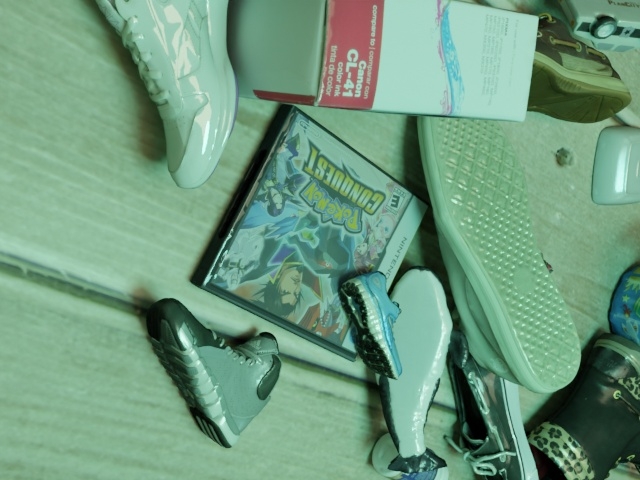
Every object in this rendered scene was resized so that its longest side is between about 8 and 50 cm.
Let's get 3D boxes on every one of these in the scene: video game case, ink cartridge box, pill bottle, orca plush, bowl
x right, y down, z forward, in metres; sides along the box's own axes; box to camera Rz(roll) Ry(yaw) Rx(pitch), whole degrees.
[{"bbox_3d":[0.000,0.000,1.017,0.275,0.035,0.248,31,82,-37],"label":"video game case"},{"bbox_3d":[0.062,-0.212,0.894,0.306,0.226,0.131,0,101,-35],"label":"ink cartridge box"},{"bbox_3d":[0.139,0.338,1.176,0.120,0.067,0.067,34,80,-36],"label":"pill bottle"},{"bbox_3d":[0.148,0.181,1.123,0.102,0.151,0.287,-1,79,-73],"label":"orca plush"},{"bbox_3d":[0.544,-0.129,1.370,0.142,0.053,0.142,-4,103,-34],"label":"bowl"}]

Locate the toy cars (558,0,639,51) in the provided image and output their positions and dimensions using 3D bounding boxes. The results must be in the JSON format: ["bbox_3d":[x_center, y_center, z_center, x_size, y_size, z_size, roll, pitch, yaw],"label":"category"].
[{"bbox_3d":[0.503,-0.379,1.230,0.394,0.176,0.087,-40,163,-34],"label":"toy cars"}]

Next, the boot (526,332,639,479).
[{"bbox_3d":[0.526,0.393,1.425,0.284,0.138,0.377,-40,117,-24],"label":"boot"}]

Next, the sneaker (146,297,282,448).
[{"bbox_3d":[-0.117,0.132,0.944,0.132,0.086,0.228,-38,130,-28],"label":"sneaker"}]

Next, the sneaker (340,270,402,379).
[{"bbox_3d":[0.086,0.114,1.044,0.073,0.063,0.162,-31,116,-31],"label":"sneaker"}]

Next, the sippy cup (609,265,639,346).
[{"bbox_3d":[0.664,0.142,1.413,0.240,0.224,0.305,-9,106,-35],"label":"sippy cup"}]

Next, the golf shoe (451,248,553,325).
[{"bbox_3d":[0.270,0.064,1.220,0.186,0.067,0.086,-32,83,-18],"label":"golf shoe"}]

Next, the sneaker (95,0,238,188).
[{"bbox_3d":[-0.166,-0.206,0.816,0.152,0.114,0.305,-3,94,-29],"label":"sneaker"}]

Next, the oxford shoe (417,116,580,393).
[{"bbox_3d":[0.226,0.005,1.105,0.169,0.130,0.449,-21,91,-29],"label":"oxford shoe"}]

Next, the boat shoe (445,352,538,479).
[{"bbox_3d":[0.265,0.314,1.236,0.105,0.113,0.306,-17,108,-25],"label":"boat shoe"}]

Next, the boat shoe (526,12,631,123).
[{"bbox_3d":[0.318,-0.267,1.153,0.342,0.123,0.123,6,67,-29],"label":"boat shoe"}]
